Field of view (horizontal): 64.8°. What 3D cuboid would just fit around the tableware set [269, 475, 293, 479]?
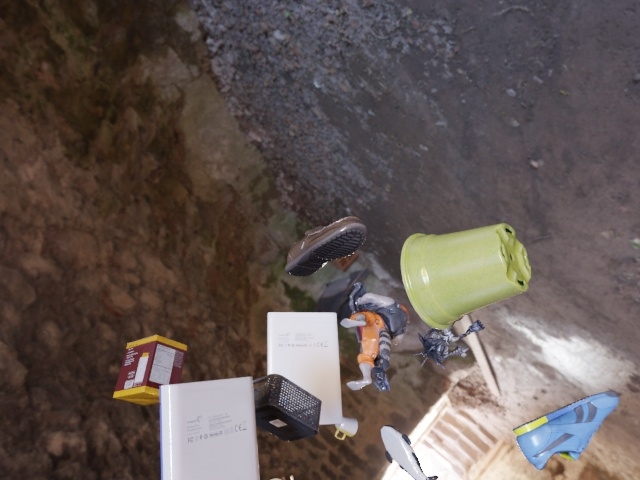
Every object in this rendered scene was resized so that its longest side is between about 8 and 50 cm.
[{"bbox_3d":[-0.135,0.867,1.612,0.039,0.128,0.194,96,163,-62],"label":"tableware set"}]

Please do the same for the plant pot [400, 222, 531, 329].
[{"bbox_3d":[0.397,0.077,1.333,0.254,0.276,0.276,-21,124,39],"label":"plant pot"}]

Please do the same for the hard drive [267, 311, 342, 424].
[{"bbox_3d":[-0.054,0.409,1.626,0.233,0.352,0.047,2,157,-12],"label":"hard drive"}]

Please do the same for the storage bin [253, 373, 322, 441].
[{"bbox_3d":[-0.095,0.415,1.242,0.122,0.084,0.180,-28,127,32],"label":"storage bin"}]

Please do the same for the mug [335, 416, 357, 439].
[{"bbox_3d":[0.085,0.651,1.756,0.064,0.078,0.062,29,148,-28],"label":"mug"}]

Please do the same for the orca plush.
[{"bbox_3d":[0.370,0.868,2.060,0.102,0.151,0.287,3,-160,-46],"label":"orca plush"}]

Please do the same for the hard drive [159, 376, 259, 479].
[{"bbox_3d":[-0.197,0.422,0.929,0.040,0.318,0.210,-16,163,34],"label":"hard drive"}]

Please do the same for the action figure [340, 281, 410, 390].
[{"bbox_3d":[0.178,0.293,1.432,0.179,0.330,0.341,-13,100,31],"label":"action figure"}]

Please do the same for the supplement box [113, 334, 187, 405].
[{"bbox_3d":[-0.586,0.450,1.743,0.191,0.194,0.129,-20,142,36],"label":"supplement box"}]

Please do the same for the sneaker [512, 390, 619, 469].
[{"bbox_3d":[0.431,0.322,0.860,0.069,0.210,0.082,99,150,-58],"label":"sneaker"}]

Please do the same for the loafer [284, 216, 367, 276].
[{"bbox_3d":[0.000,0.000,1.637,0.134,0.130,0.366,18,146,-37],"label":"loafer"}]

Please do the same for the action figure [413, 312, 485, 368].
[{"bbox_3d":[0.478,0.364,1.866,0.141,0.275,0.164,8,-137,-49],"label":"action figure"}]
